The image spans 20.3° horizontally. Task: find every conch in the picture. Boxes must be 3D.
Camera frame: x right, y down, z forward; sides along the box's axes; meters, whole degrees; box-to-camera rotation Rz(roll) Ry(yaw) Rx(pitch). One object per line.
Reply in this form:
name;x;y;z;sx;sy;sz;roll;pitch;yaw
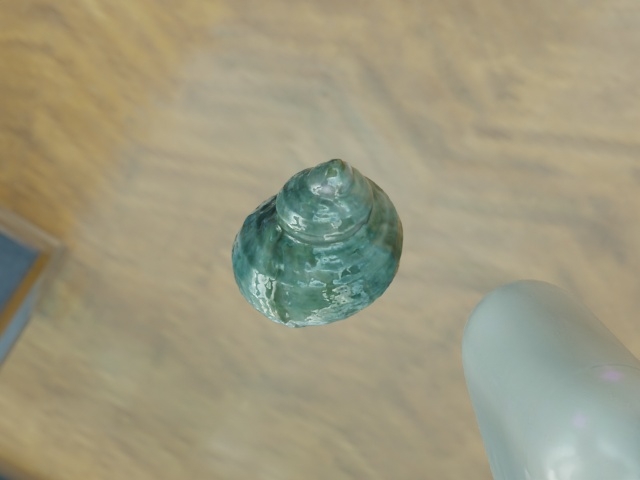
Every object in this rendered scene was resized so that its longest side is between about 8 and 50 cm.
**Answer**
conch;0.000;0.000;2.022;0.195;0.220;0.277;27;149;12

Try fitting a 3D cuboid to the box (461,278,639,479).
box;0.240;0.204;1.605;0.349;0.141;0.289;-121;14;-67
